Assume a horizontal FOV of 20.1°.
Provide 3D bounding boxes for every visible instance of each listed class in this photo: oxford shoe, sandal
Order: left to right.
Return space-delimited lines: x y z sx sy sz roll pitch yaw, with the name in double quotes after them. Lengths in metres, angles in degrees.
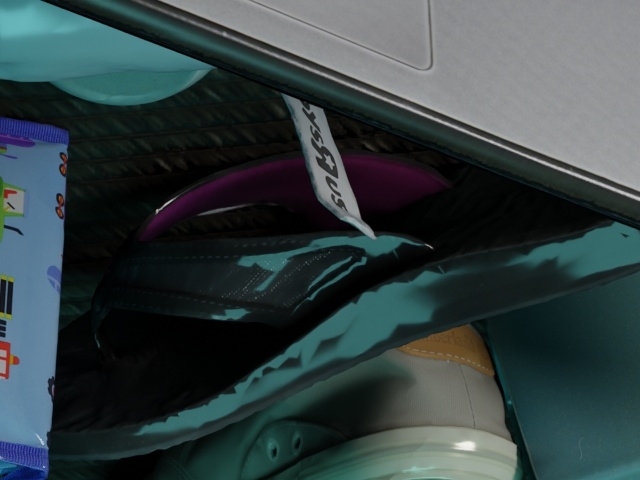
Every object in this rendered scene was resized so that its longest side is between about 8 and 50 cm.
-0.016 0.148 1.237 0.169 0.130 0.449 12 157 -28 "oxford shoe"
0.001 -0.002 1.026 0.446 0.167 0.107 -21 115 13 "sandal"

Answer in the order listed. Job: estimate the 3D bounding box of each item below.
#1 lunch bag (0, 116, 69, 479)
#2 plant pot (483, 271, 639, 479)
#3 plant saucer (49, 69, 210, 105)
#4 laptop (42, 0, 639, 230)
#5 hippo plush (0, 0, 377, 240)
-0.292 0.015 0.942 0.293 0.221 0.138 20 138 -28 "lunch bag"
0.239 0.099 1.146 0.234 0.165 0.165 -16 143 4 "plant pot"
-0.106 -0.107 0.955 0.119 0.021 0.119 -2 144 -2 "plant saucer"
0.043 -0.254 0.441 0.382 0.407 0.236 19 141 -26 "laptop"
-0.031 -0.179 0.665 0.234 0.294 0.236 -15 143 -34 "hippo plush"
